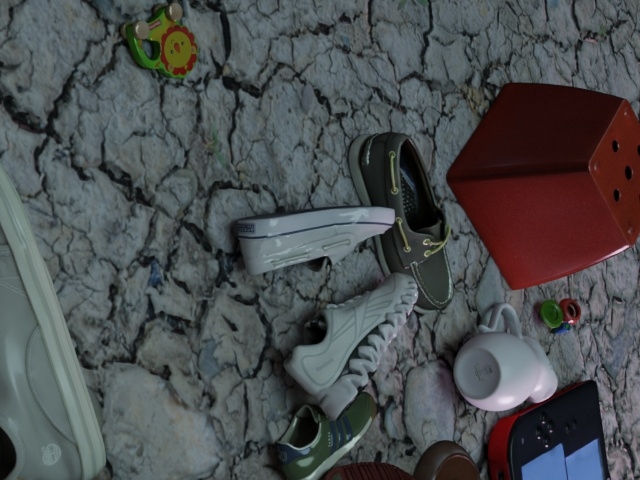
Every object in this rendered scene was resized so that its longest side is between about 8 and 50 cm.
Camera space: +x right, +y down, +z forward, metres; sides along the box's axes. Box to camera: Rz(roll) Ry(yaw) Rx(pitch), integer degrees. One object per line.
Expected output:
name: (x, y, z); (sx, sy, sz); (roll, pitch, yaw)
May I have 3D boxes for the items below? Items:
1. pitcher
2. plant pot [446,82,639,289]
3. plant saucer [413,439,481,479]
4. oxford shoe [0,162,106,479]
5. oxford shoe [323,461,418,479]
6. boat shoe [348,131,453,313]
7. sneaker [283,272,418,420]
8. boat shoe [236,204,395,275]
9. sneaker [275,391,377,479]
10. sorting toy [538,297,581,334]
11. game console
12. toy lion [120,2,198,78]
pitcher: (0.292, 0.186, 1.977); (0.207, 0.125, 0.178); (3, 63, -56)
plant pot: (0.414, -0.101, 2.032); (0.267, 0.235, 0.267); (56, 51, -28)
plant saucer: (0.206, 0.401, 1.919); (0.168, 0.029, 0.168); (5, 83, -45)
oxford shoe: (-0.354, 0.068, 1.282); (0.130, 0.169, 0.449); (-21, 103, -23)
oxford shoe: (0.116, 0.414, 1.748); (0.348, 0.130, 0.123); (24, 33, -36)
boat shoe: (0.140, -0.023, 1.841); (0.109, 0.091, 0.305); (-39, 114, -41)
sneaker: (0.049, 0.123, 1.729); (0.118, 0.110, 0.292); (34, 40, 4)
boat shoe: (0.000, 0.000, 1.693); (0.267, 0.096, 0.088); (-9, 97, -45)
sneaker: (0.006, 0.256, 1.694); (0.192, 0.064, 0.086); (-44, 122, -36)
sorting toy: (0.419, 0.137, 2.163); (0.102, 0.042, 0.061); (-4, 74, -35)
game console: (0.421, 0.464, 2.117); (0.342, 0.060, 0.387); (-12, 96, -46)
toy lion: (-0.199, -0.249, 1.554); (0.100, 0.034, 0.096); (-39, 122, -41)
